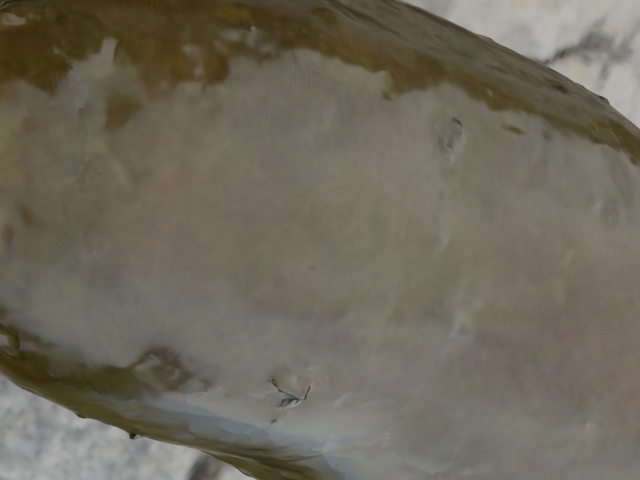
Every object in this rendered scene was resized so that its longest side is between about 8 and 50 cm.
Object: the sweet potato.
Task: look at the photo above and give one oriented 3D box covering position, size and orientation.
[{"bbox_3d":[0.000,0.000,0.492,0.370,0.158,0.158,30,92,-30],"label":"sweet potato"}]
